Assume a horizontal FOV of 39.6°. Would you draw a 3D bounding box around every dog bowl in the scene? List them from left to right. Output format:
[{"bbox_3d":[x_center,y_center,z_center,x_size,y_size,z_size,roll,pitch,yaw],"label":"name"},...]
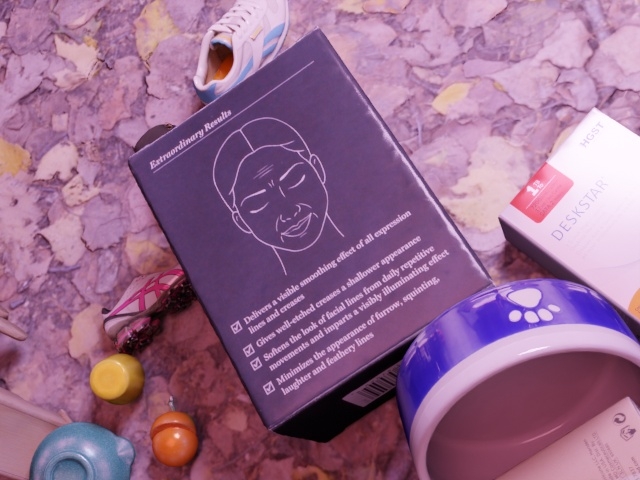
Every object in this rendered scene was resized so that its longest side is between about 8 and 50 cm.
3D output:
[{"bbox_3d":[0.216,0.171,0.938,0.265,0.265,0.104,-27,38,9],"label":"dog bowl"}]

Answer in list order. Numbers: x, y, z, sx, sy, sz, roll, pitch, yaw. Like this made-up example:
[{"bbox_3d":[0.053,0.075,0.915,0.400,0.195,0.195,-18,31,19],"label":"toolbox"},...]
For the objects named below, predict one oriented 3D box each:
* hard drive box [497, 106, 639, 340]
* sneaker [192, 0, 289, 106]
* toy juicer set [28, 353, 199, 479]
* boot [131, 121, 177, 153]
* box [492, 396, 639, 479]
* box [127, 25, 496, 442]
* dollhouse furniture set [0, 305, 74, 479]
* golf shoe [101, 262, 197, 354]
[{"bbox_3d":[0.359,-0.013,1.049,0.232,0.089,0.181,40,88,24],"label":"hard drive box"},{"bbox_3d":[-0.113,-0.294,1.286,0.087,0.092,0.228,13,77,23],"label":"sneaker"},{"bbox_3d":[-0.291,0.330,1.169,0.209,0.089,0.329,35,83,6],"label":"toy juicer set"},{"bbox_3d":[-0.177,-0.146,1.277,0.198,0.077,0.137,-34,58,1],"label":"boot"},{"bbox_3d":[0.236,0.313,0.906,0.311,0.148,0.121,-36,36,15],"label":"box"},{"bbox_3d":[0.000,0.000,1.095,0.294,0.212,0.395,-33,67,7],"label":"box"},{"bbox_3d":[-0.481,0.219,1.252,0.242,0.161,0.212,32,85,46],"label":"dollhouse furniture set"},{"bbox_3d":[-0.227,0.070,1.227,0.186,0.067,0.086,-41,65,3],"label":"golf shoe"}]
